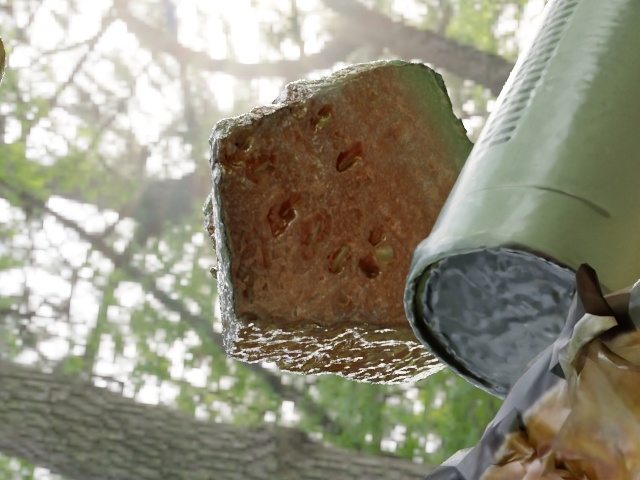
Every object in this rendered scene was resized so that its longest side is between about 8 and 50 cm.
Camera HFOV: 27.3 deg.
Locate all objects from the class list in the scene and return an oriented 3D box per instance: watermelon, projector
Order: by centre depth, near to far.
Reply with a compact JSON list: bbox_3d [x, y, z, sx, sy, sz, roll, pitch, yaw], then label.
[{"bbox_3d":[0.147,-0.077,0.636,0.337,0.108,0.108,-60,-32,-36],"label":"projector"},{"bbox_3d":[0.000,0.000,0.797,0.256,0.140,0.193,-11,-107,-54],"label":"watermelon"}]

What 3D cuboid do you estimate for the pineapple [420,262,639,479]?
[{"bbox_3d":[0.193,0.172,0.393,0.300,0.352,0.352,54,175,35],"label":"pineapple"}]

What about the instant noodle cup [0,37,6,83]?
[{"bbox_3d":[-0.258,-0.081,0.762,0.151,0.151,0.122,73,-153,-43],"label":"instant noodle cup"}]
